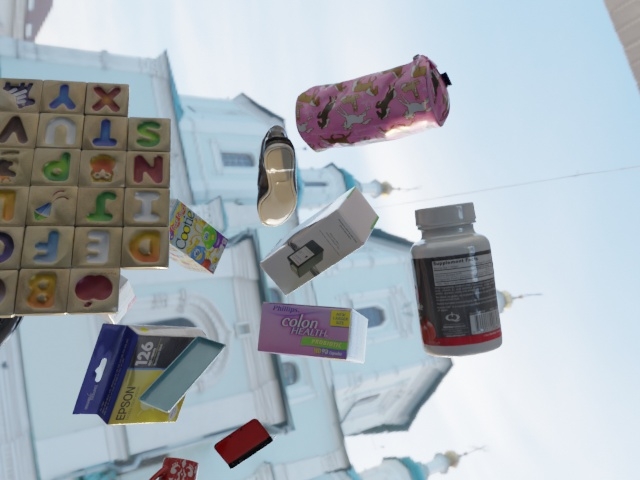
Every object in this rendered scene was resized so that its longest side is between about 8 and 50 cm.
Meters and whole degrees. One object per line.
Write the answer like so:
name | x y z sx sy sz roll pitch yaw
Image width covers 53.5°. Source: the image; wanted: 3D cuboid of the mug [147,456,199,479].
mug | -0.369 0.629 1.569 0.113 0.150 0.169 -1 -120 17

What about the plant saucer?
plant saucer | -0.253 0.247 1.179 0.067 0.192 0.018 14 -57 20

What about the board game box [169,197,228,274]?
board game box | -0.466 -0.014 2.140 0.144 0.275 0.142 6 -114 36

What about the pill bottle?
pill bottle | 0.290 0.081 1.385 0.176 0.176 0.319 -7 -89 51

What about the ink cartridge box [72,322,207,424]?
ink cartridge box | -0.512 0.388 1.822 0.072 0.307 0.304 37 -70 44

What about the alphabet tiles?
alphabet tiles | -0.336 -0.067 0.801 0.011 0.284 0.343 114 -26 -61

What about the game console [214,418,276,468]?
game console | -0.211 0.567 1.790 0.085 0.144 0.124 57 -2 10

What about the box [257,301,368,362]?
box | -0.010 0.228 1.543 0.213 0.243 0.117 3 -102 14

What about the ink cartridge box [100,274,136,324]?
ink cartridge box | -0.748 0.188 2.231 0.127 0.128 0.176 30 -28 11

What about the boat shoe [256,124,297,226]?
boat shoe | -0.119 -0.173 1.753 0.335 0.112 0.096 100 -13 -52

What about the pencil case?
pencil case | 0.119 -0.326 1.546 0.385 0.160 0.167 -8 -127 32

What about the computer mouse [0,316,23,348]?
computer mouse | -0.575 0.100 1.083 0.060 0.184 0.262 21 -113 39

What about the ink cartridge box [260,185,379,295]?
ink cartridge box | 0.000 0.000 1.654 0.272 0.198 0.115 -34 -81 27
